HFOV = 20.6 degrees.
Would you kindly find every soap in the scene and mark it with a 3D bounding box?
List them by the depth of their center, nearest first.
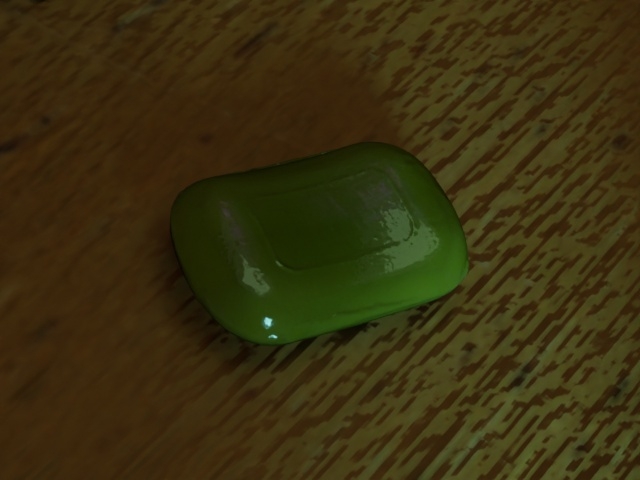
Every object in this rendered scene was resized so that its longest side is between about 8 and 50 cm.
[{"bbox_3d":[0.000,0.001,0.786,0.140,0.045,0.089,-14,58,-29],"label":"soap"}]
